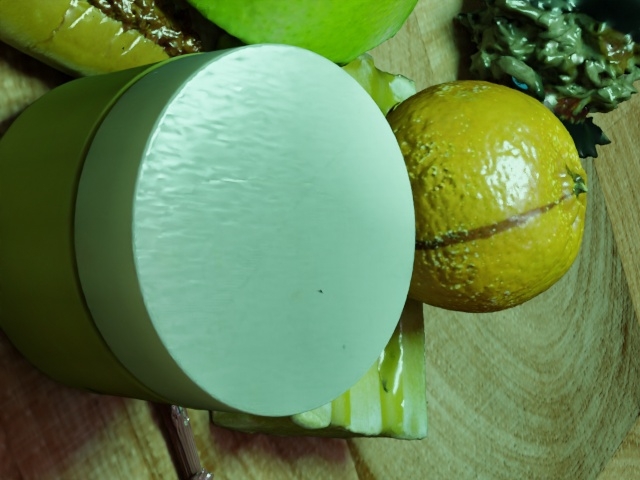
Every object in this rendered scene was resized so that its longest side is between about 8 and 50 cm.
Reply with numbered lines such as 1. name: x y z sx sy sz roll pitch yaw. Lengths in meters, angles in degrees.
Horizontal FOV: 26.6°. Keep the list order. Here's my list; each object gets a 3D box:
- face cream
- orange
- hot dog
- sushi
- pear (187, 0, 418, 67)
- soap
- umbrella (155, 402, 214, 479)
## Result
1. face cream: -0.079 -0.005 0.846 0.218 0.179 0.218 1 88 -42
2. orange: 0.123 -0.034 1.052 0.193 0.161 0.193 22 62 -48
3. hot dog: -0.160 -0.161 0.899 0.249 0.076 0.102 29 63 -50
4. sushi: 0.251 -0.209 1.422 0.238 0.219 0.225 26 20 -20
5. pear: -0.016 -0.336 0.988 0.398 0.165 0.399 27 51 -38
6. soap: 0.000 0.000 1.082 0.199 0.091 0.315 15 71 -53
7. umbrella: -0.106 0.108 0.959 0.027 0.025 0.165 -48 125 -69
